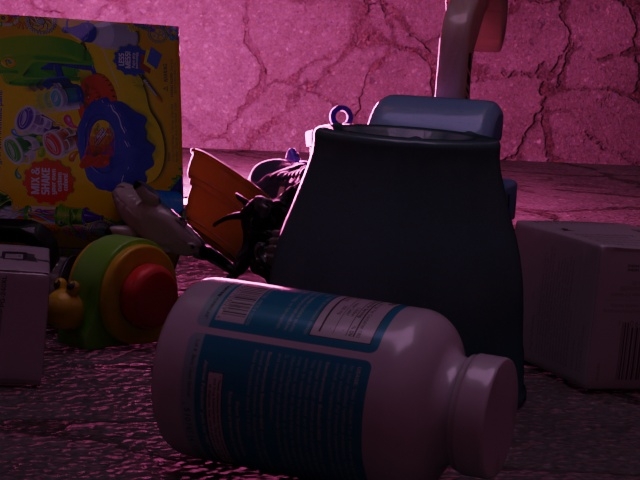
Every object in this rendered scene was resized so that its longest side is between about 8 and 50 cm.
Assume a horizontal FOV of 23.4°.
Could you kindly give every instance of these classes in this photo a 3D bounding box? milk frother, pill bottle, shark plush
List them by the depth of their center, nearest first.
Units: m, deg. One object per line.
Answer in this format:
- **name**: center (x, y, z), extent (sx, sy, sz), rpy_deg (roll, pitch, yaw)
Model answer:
- **pill bottle**: center (0.014, 0.116, 1.194), extent (0.264, 0.146, 0.146), rpy_deg (8, 9, 23)
- **milk frother**: center (-0.341, 0.059, 1.644), extent (0.134, 0.129, 0.143), rpy_deg (5, 51, 11)
- **shark plush**: center (-0.162, -0.019, 1.731), extent (0.161, 0.073, 0.067), rpy_deg (21, 11, 3)

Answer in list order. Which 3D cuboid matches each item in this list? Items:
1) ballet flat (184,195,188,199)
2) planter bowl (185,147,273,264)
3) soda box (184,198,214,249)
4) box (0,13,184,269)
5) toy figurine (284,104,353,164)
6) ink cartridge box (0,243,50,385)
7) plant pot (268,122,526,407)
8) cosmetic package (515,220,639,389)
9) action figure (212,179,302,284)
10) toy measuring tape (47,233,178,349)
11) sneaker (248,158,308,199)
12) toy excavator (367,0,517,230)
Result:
- **ballet flat**: center (-0.144, -0.023, 2.348), extent (0.188, 0.070, 0.070), rpy_deg (23, 19, 39)
- **planter bowl**: center (-0.121, -0.028, 2.158), extent (0.217, 0.090, 0.217), rpy_deg (37, -7, 5)
- **soda box**: center (-0.240, -0.021, 2.245), extent (0.210, 0.071, 0.067), rpy_deg (-3, 11, -42)
- **box**: center (-0.315, -0.101, 1.869), extent (0.279, 0.290, 0.177), rpy_deg (2, -26, -13)
- **toy figurine**: center (-0.004, -0.113, 2.490), extent (0.362, 0.217, 0.191), rpy_deg (3, 8, -11)
- **ink cartridge box**: center (-0.293, 0.069, 1.479), extent (0.063, 0.109, 0.150), rpy_deg (4, 8, -11)
- **plant pot**: center (0.078, 0.018, 1.511), extent (0.271, 0.255, 0.271), rpy_deg (5, 8, -1)
- **cosmetic package**: center (0.307, 0.065, 1.651), extent (0.151, 0.152, 0.183), rpy_deg (2, 8, -22)
- **action figure**: center (0.000, 0.000, 1.746), extent (0.275, 0.141, 0.164), rpy_deg (28, 60, 18)
- **toy measuring tape**: center (-0.169, 0.046, 1.684), extent (0.121, 0.121, 0.330), rpy_deg (11, 11, 39)
- **sneaker**: center (0.003, -0.081, 2.234), extent (0.131, 0.148, 0.350), rpy_deg (-26, 34, -25)
- **toy excavator**: center (0.164, -0.141, 1.977), extent (0.222, 0.445, 0.433), rpy_deg (7, 9, 15)
